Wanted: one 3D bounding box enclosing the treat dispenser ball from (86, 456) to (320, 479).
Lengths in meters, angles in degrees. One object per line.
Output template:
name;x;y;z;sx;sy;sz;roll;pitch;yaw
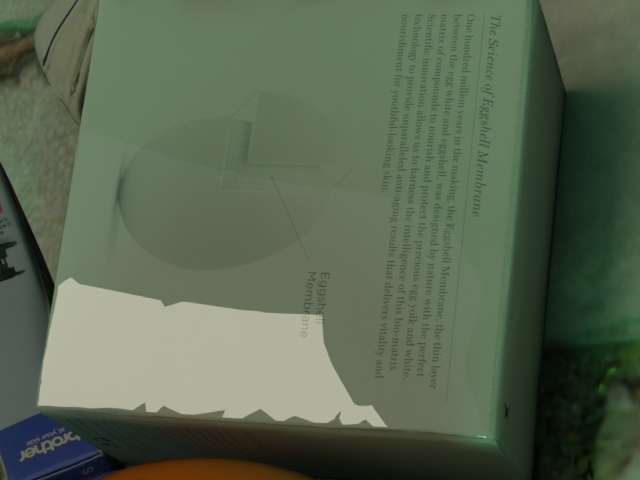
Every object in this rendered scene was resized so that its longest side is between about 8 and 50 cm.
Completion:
treat dispenser ball;-0.055;0.242;0.886;0.288;0.288;0.288;-21;59;40

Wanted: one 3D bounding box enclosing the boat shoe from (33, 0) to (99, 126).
boat shoe;-0.096;-0.182;1.264;0.267;0.096;0.088;-48;49;24

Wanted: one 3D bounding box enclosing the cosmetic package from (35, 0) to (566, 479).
cosmetic package;0.000;0.000;0.983;0.225;0.138;0.224;2;73;16

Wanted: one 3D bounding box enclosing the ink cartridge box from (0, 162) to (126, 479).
ink cartridge box;-0.157;0.108;1.142;0.065;0.186;0.311;-20;48;-4
